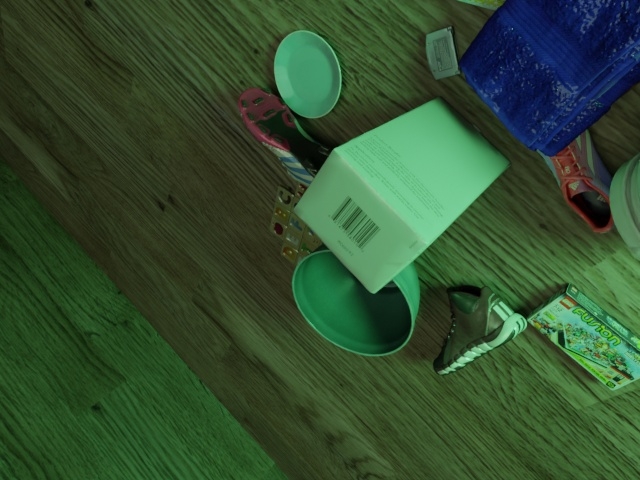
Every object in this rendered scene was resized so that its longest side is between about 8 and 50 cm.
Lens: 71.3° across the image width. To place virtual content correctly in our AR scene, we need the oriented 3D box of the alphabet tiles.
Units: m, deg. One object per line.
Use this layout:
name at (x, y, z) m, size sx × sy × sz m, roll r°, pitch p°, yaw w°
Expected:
alphabet tiles at (0.000, 0.000, 1.231) m, size 0.343 × 0.011 × 0.285 m, roll 35°, pitch 135°, yaw 18°

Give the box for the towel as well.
towel at (0.345, -0.287, 0.608) m, size 0.227 × 0.076 × 0.308 m, roll 52°, pitch 143°, yaw 13°

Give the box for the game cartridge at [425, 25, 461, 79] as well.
game cartridge at (0.222, -0.340, 0.815) m, size 0.056 × 0.017 × 0.083 m, roll -2°, pitch 115°, yaw 37°

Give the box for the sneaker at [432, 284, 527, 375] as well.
sneaker at (0.325, 0.193, 1.033) m, size 0.162 × 0.107 × 0.281 m, roll 55°, pitch 138°, yaw 18°

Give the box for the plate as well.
plate at (-0.026, -0.370, 1.003) m, size 0.188 × 0.024 × 0.188 m, roll 21°, pitch 128°, yaw 30°

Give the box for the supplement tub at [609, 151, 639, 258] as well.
supplement tub at (0.535, -0.082, 0.506) m, size 0.228 × 0.228 × 0.316 m, roll 48°, pitch 160°, yaw 5°

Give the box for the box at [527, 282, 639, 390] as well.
box at (0.533, 0.191, 0.880) m, size 0.207 × 0.036 × 0.114 m, roll 41°, pitch 136°, yaw 12°

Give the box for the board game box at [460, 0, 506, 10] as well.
board game box at (0.304, -0.495, 0.623) m, size 0.214 × 0.046 × 0.317 m, roll 29°, pitch 132°, yaw 23°

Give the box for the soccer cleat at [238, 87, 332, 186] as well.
soccer cleat at (-0.077, -0.220, 1.072) m, size 0.331 × 0.116 × 0.143 m, roll 45°, pitch 159°, yaw 9°

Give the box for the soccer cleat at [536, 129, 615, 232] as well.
soccer cleat at (0.413, -0.124, 0.734) m, size 0.248 × 0.095 × 0.083 m, roll 54°, pitch 137°, yaw -2°

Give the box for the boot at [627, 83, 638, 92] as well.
boot at (0.486, -0.253, 0.593) m, size 0.264 × 0.096 × 0.280 m, roll 45°, pitch 142°, yaw -4°

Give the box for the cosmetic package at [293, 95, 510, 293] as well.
cosmetic package at (0.157, -0.098, 0.772) m, size 0.197 × 0.366 × 0.155 m, roll 48°, pitch 135°, yaw 9°

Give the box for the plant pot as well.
plant pot at (0.108, 0.097, 1.054) m, size 0.293 × 0.196 × 0.292 m, roll 17°, pitch 128°, yaw 23°
